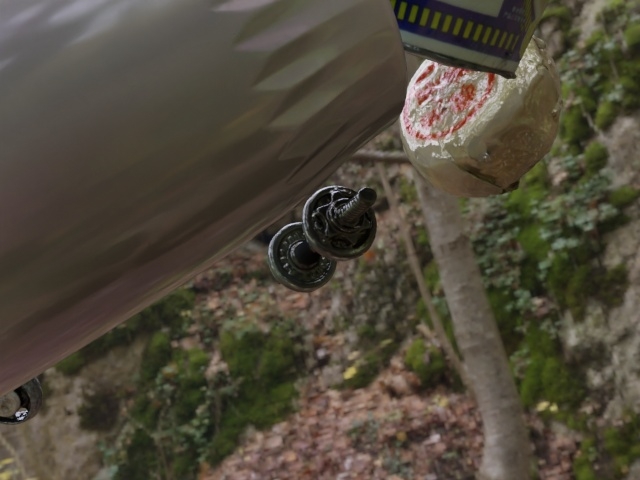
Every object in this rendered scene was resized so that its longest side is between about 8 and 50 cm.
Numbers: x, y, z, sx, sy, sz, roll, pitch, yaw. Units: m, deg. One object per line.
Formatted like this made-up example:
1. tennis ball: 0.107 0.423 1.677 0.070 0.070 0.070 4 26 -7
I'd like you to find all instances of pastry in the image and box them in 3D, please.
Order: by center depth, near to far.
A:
1. pastry: 0.224 -0.185 1.293 0.265 0.265 0.133 -23 -44 34

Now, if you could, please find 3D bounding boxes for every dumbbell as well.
1. dumbbell: 0.000 0.000 0.957 0.081 0.081 0.254 -10 -15 -25

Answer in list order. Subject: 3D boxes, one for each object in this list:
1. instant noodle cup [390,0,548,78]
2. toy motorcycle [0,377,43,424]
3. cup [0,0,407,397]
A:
1. instant noodle cup: 0.127 -0.313 0.783 0.284 0.312 0.284 15 15 -4
2. toy motorcycle: -0.524 0.145 1.153 0.341 0.223 0.108 -5 27 16
3. cup: -0.148 -0.077 0.602 0.371 0.253 0.253 -30 -7 -14
